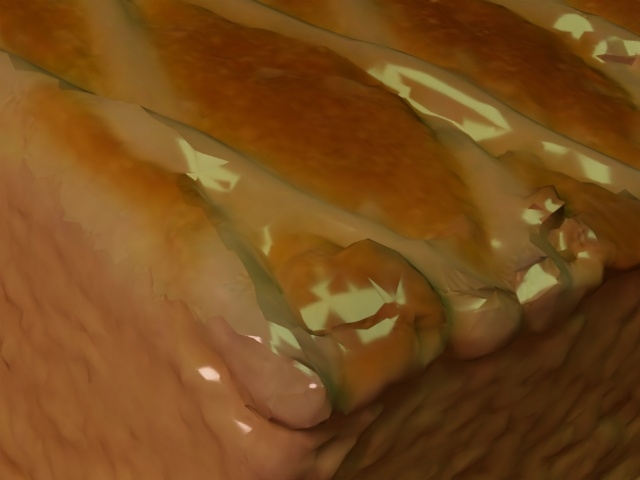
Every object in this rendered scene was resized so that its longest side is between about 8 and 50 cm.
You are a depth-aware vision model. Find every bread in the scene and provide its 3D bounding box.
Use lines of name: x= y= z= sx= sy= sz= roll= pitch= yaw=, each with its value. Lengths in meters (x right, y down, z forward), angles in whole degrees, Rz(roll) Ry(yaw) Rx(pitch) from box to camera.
bread: x=0.000 y=0.000 z=0.603 sx=0.371 sy=0.279 sz=0.390 roll=-17 pitch=46 yaw=-36
